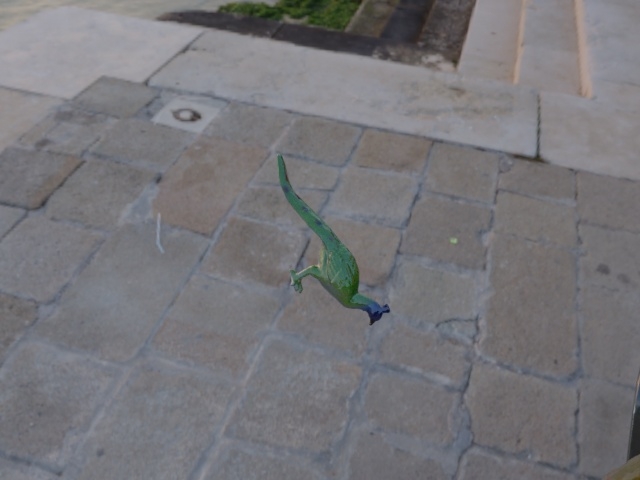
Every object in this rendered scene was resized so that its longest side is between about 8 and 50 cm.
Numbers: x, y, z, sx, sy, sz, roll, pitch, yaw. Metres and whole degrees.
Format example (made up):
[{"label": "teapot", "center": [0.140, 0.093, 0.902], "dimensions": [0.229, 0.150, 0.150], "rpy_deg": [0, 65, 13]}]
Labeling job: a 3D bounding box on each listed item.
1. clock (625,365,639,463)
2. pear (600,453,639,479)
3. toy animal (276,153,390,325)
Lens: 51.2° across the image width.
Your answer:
[{"label": "clock", "center": [0.406, 0.198, 0.798], "dimensions": [0.049, 0.274, 0.279], "rpy_deg": [8, 34, 29]}, {"label": "pear", "center": [0.304, 0.297, 0.465], "dimensions": [0.268, 0.269, 0.321], "rpy_deg": [-2, 23, -8]}, {"label": "toy animal", "center": [-0.013, 0.011, 0.745], "dimensions": [0.075, 0.041, 0.217], "rpy_deg": [-36, 84, 4]}]
